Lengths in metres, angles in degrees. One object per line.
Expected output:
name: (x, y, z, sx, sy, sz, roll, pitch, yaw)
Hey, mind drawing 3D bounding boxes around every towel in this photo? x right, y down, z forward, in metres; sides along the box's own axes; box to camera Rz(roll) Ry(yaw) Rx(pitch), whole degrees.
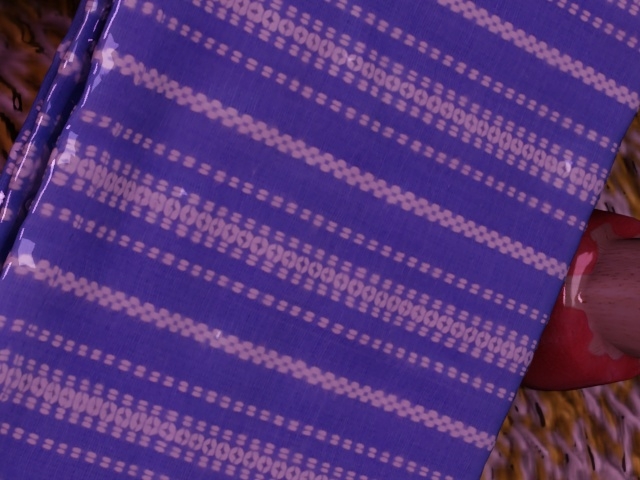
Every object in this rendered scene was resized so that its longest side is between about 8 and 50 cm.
towel: (0.000, 0.000, 0.690, 0.243, 0.040, 0.336, 23, 90, -36)

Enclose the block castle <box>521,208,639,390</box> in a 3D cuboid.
block castle: (0.278, -0.079, 0.950, 0.453, 0.213, 0.303, 2, 88, -35)
